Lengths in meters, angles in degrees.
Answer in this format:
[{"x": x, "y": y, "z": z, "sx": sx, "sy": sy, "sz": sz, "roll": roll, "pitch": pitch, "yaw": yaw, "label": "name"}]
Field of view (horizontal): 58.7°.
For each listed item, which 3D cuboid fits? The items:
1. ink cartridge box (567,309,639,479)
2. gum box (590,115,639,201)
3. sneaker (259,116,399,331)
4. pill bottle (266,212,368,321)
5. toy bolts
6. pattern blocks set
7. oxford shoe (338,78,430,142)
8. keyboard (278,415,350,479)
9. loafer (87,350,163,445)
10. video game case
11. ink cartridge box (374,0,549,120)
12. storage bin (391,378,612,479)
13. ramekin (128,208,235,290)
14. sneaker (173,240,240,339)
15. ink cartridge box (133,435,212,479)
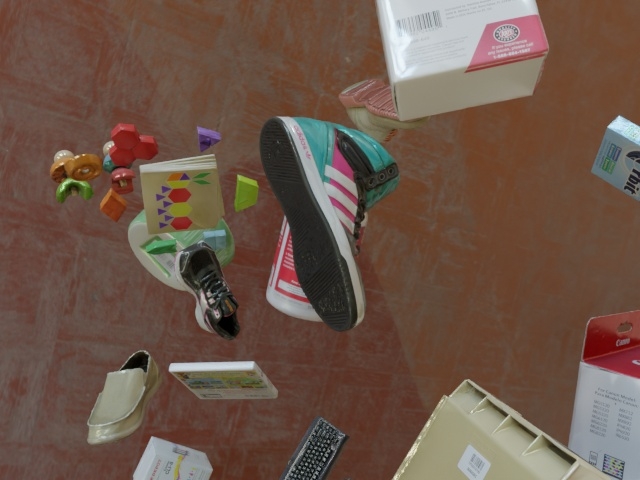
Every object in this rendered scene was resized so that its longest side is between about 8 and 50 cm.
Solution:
[{"x": 0.556, "y": 0.264, "z": 0.956, "sx": 0.309, "sy": 0.130, "sz": 0.272, "roll": 0, "pitch": 97, "yaw": -41, "label": "ink cartridge box"}, {"x": 0.640, "y": -0.140, "z": 1.121, "sx": 0.041, "sy": 0.184, "sz": 0.157, "roll": -42, "pitch": 152, "yaw": -11, "label": "gum box"}, {"x": 0.040, "y": -0.036, "z": 0.788, "sx": 0.178, "sy": 0.124, "sz": 0.296, "roll": -14, "pitch": 84, "yaw": -36, "label": "sneaker"}, {"x": 0.000, "y": 0.000, "z": 1.584, "sx": 0.229, "sy": 0.229, "sz": 0.408, "roll": 8, "pitch": 103, "yaw": -30, "label": "pill bottle"}, {"x": -0.663, "y": -0.234, "z": 1.667, "sx": 0.228, "sy": 0.218, "sz": 0.158, "roll": -10, "pitch": 66, "yaw": -34, "label": "toy bolts"}, {"x": -0.259, "y": -0.084, "z": 1.063, "sx": 0.285, "sy": 0.026, "sz": 0.325, "roll": -1, "pitch": 140, "yaw": -22, "label": "pattern blocks set"}, {"x": 0.184, "y": -0.329, "z": 1.488, "sx": 0.140, "sy": 0.397, "sz": 0.146, "roll": -29, "pitch": 117, "yaw": -7, "label": "oxford shoe"}, {"x": -0.017, "y": 0.671, "z": 1.569, "sx": 0.317, "sy": 0.201, "sz": 0.033, "roll": -60, "pitch": 149, "yaw": -7, "label": "keyboard"}, {"x": -0.400, "y": 0.310, "z": 1.147, "sx": 0.102, "sy": 0.268, "sz": 0.092, "roll": -12, "pitch": 105, "yaw": 4, "label": "loafer"}, {"x": -0.247, "y": 0.366, "z": 1.479, "sx": 0.206, "sy": 0.227, "sz": 0.026, "roll": 68, "pitch": 22, "yaw": -53, "label": "video game case"}, {"x": 0.143, "y": -0.260, "z": 0.635, "sx": 0.158, "sy": 0.092, "sz": 0.218, "roll": -9, "pitch": 72, "yaw": 9, "label": "ink cartridge box"}, {"x": 0.193, "y": 0.332, "z": 0.662, "sx": 0.123, "sy": 0.262, "sz": 0.260, "roll": 33, "pitch": 88, "yaw": -12, "label": "storage bin"}, {"x": -0.419, "y": 0.007, "z": 1.683, "sx": 0.303, "sy": 0.303, "sz": 0.148, "roll": 58, "pitch": 47, "yaw": -23, "label": "ramekin"}, {"x": -0.158, "y": 0.080, "z": 0.866, "sx": 0.072, "sy": 0.077, "sz": 0.178, "roll": -39, "pitch": 135, "yaw": -27, "label": "sneaker"}, {"x": -0.419, "y": 0.658, "z": 1.607, "sx": 0.176, "sy": 0.127, "sz": 0.128, "roll": 26, "pitch": 83, "yaw": -20, "label": "ink cartridge box"}]
